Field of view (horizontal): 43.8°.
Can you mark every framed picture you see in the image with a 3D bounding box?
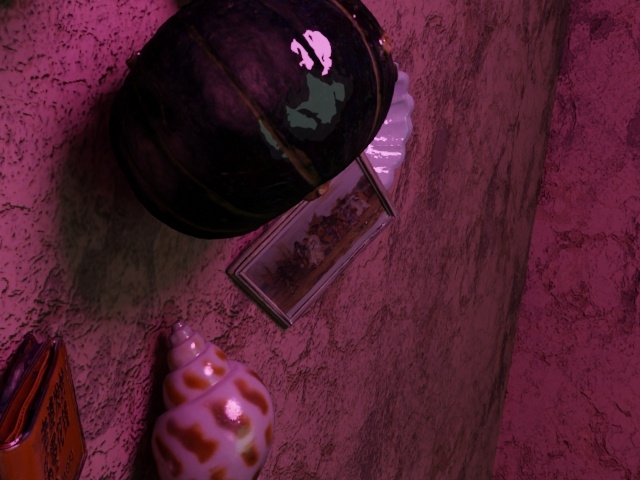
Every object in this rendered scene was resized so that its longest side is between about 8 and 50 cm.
[{"bbox_3d":[0.000,0.000,1.215,0.274,0.017,0.217,-47,143,-5],"label":"framed picture"}]

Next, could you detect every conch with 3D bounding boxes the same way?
[{"bbox_3d":[-0.142,0.240,1.015,0.148,0.182,0.275,6,87,-30],"label":"conch"}]

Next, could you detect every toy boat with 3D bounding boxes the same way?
[{"bbox_3d":[0.065,-0.159,1.320,0.199,0.100,0.290,53,52,-52],"label":"toy boat"}]

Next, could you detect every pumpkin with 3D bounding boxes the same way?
[{"bbox_3d":[-0.072,-0.144,0.850,0.241,0.323,0.323,51,46,-11],"label":"pumpkin"}]

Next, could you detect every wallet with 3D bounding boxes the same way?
[{"bbox_3d":[-0.270,0.203,0.779,0.195,0.041,0.161,-106,-170,-66],"label":"wallet"}]

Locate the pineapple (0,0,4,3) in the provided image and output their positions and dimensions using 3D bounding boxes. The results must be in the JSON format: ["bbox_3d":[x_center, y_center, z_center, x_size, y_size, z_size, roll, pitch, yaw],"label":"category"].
[{"bbox_3d":[-0.292,-0.305,0.685,0.221,0.047,0.221,-29,124,-54],"label":"pineapple"}]
